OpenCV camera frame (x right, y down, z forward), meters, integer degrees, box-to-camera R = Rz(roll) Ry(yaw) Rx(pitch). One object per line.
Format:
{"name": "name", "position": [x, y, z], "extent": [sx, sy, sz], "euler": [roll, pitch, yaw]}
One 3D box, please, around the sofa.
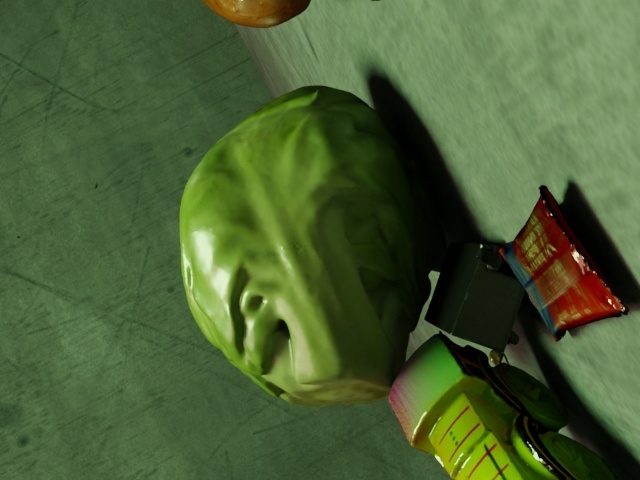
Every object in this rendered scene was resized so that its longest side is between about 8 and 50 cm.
{"name": "sofa", "position": [0.142, 0.047, 0.748], "extent": [0.060, 0.085, 0.147], "euler": [18, 179, -1]}

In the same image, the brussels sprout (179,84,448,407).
{"name": "brussels sprout", "position": [0.000, 0.000, 0.861], "extent": [0.328, 0.247, 0.328], "euler": [19, -115, -46]}

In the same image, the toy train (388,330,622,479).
{"name": "toy train", "position": [0.168, 0.199, 0.694], "extent": [0.160, 0.100, 0.296], "euler": [24, -163, -26]}

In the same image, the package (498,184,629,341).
{"name": "package", "position": [0.149, 0.022, 0.546], "extent": [0.083, 0.022, 0.200], "euler": [62, 180, 12]}

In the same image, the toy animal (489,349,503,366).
{"name": "toy animal", "position": [0.223, 0.211, 1.040], "extent": [0.149, 0.054, 0.275], "euler": [64, 180, 11]}

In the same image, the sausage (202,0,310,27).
{"name": "sausage", "position": [-0.077, -0.282, 0.828], "extent": [0.133, 0.133, 0.258], "euler": [63, 177, -34]}
